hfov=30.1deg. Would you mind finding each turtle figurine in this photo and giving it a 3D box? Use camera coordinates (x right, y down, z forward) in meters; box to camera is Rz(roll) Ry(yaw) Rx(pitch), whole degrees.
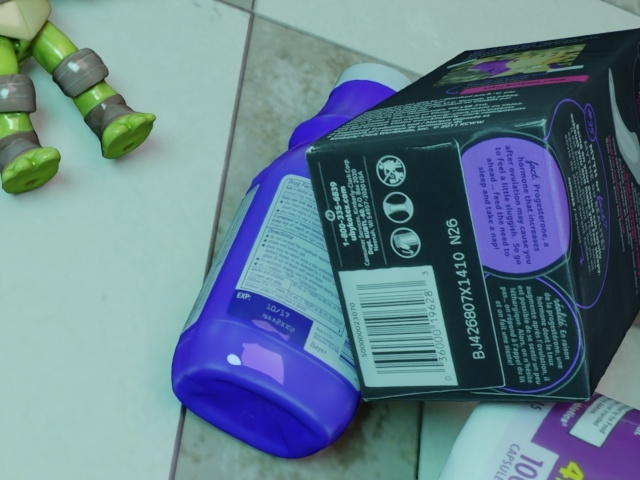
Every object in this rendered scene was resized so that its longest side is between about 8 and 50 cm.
[{"bbox_3d":[-0.214,-0.141,0.766,0.269,0.087,0.217,-22,83,-43],"label":"turtle figurine"}]

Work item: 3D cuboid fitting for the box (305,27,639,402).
[{"bbox_3d":[0.124,-0.026,0.755,0.270,0.143,0.165,-36,118,-57],"label":"box"}]

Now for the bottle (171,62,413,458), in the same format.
[{"bbox_3d":[0.000,0.000,0.793,0.118,0.092,0.283,32,54,-15],"label":"bottle"}]

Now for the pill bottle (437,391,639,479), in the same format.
[{"bbox_3d":[0.217,0.202,0.671,0.302,0.169,0.169,22,49,25],"label":"pill bottle"}]
